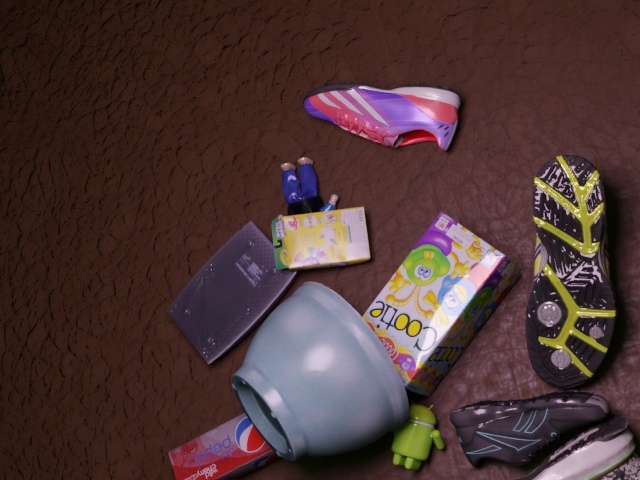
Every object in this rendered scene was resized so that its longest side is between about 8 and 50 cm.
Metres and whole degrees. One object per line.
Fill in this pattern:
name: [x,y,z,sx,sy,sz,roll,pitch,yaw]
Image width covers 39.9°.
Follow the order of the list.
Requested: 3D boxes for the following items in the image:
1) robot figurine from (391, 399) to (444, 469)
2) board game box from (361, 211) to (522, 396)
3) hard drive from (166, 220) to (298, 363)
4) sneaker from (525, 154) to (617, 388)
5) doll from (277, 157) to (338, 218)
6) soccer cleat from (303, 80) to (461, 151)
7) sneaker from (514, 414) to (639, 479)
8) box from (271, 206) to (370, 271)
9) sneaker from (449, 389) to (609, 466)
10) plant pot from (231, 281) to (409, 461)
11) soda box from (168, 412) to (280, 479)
robot figurine: [0.162,0.336,1.525,0.101,0.067,0.115,8,79,38]
board game box: [0.198,0.114,1.528,0.144,0.142,0.275,37,93,28]
hard drive: [-0.169,0.105,1.746,0.254,0.054,0.172,-47,62,5]
sneaker: [0.423,0.053,1.457,0.145,0.147,0.384,6,96,23]
doll: [-0.025,-0.069,1.733,0.129,0.046,0.189,-16,70,12]
soccer cleat: [0.107,-0.235,1.691,0.318,0.108,0.116,5,82,23]
sneaker: [0.356,0.457,1.372,0.410,0.158,0.182,-41,77,14]
box: [0.000,0.000,1.670,0.179,0.043,0.105,-6,77,0]
sneaker: [0.345,0.306,1.440,0.267,0.101,0.106,-16,80,34]
plant pot: [-0.022,0.244,1.475,0.196,0.293,0.293,-33,60,-22]
soda box: [-0.147,0.384,1.642,0.263,0.083,0.092,-30,65,15]
